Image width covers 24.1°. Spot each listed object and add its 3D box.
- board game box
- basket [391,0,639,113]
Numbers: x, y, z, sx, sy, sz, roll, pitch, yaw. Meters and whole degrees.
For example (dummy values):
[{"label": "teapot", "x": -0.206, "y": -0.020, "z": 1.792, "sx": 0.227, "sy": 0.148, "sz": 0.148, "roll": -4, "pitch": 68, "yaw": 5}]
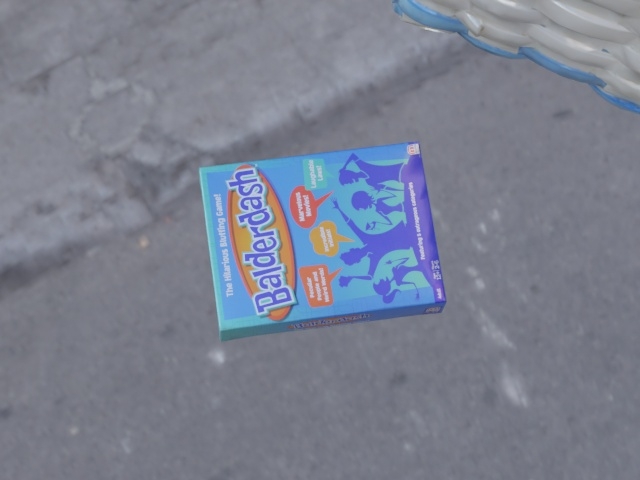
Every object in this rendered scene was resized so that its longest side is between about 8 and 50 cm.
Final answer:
[{"label": "board game box", "x": 0.000, "y": 0.000, "z": 1.392, "sx": 0.210, "sy": 0.047, "sz": 0.160, "roll": -8, "pitch": 74, "yaw": -5}, {"label": "basket", "x": 0.140, "y": -0.181, "z": 0.575, "sx": 0.254, "sy": 0.289, "sz": 0.201, "roll": 24, "pitch": 69, "yaw": 2}]
